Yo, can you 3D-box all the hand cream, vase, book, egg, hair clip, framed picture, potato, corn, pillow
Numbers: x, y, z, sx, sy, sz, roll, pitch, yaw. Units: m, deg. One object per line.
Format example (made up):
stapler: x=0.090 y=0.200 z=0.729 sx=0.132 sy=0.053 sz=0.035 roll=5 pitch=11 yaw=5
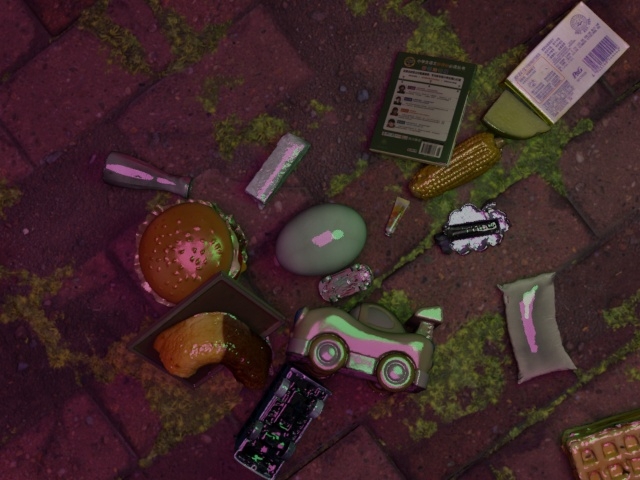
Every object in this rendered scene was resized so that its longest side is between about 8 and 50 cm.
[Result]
hand cream: x=0.187 y=-0.058 z=1.960 sx=0.035 sy=0.022 sz=0.102 roll=24 pitch=86 yaw=11
vase: x=-0.429 y=-0.157 z=1.964 sx=0.214 sy=0.086 sz=0.086 roll=15 pitch=90 yaw=-1
book: x=0.250 y=-0.322 z=1.913 sx=0.202 sy=0.027 sz=0.264 roll=14 pitch=82 yaw=20
egg: x=0.000 y=0.000 z=1.894 sx=0.231 sy=0.168 sz=0.168 roll=-23 pitch=88 yaw=6
hair clip: x=0.375 y=-0.030 z=1.937 sx=0.195 sy=0.052 sz=0.124 roll=-14 pitch=94 yaw=-3
framed picture: x=-0.270 y=0.222 z=1.873 sx=0.315 sy=0.024 sz=0.232 roll=-37 pitch=126 yaw=15
potato: x=0.456 y=-0.269 z=1.896 sx=0.149 sy=0.081 sz=0.120 roll=41 pitch=64 yaw=5
corn: x=0.334 y=-0.182 z=1.919 sx=0.262 sy=0.097 sz=0.097 roll=-29 pitch=88 yaw=5
pillow: x=0.527 y=0.212 z=1.910 sx=0.144 sy=0.078 sz=0.254 roll=-12 pitch=88 yaw=3

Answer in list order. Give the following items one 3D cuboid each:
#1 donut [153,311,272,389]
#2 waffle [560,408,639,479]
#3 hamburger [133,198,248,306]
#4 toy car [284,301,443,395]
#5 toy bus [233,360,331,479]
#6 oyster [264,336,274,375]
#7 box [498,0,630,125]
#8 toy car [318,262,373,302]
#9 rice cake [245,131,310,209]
donut: x=-0.225 y=0.258 z=1.824 sx=0.295 sy=0.112 sz=0.151 roll=13 pitch=127 yaw=-22
waffle: x=0.749 y=0.611 z=1.877 sx=0.261 sy=0.114 sz=0.376 roll=-16 pitch=89 yaw=2
hamburger: x=-0.313 y=0.033 z=1.886 sx=0.274 sy=0.212 sz=0.274 roll=0 pitch=89 yaw=3
toy car: x=0.100 y=0.230 z=1.852 sx=0.336 sy=0.242 sz=0.226 roll=16 pitch=76 yaw=2
toy bus: x=-0.098 y=0.431 z=1.902 sx=0.128 sy=0.147 sz=0.256 roll=34 pitch=88 yaw=-9
oyster: x=-0.154 y=0.280 z=1.971 sx=0.098 sy=0.037 sz=0.100 roll=17 pitch=71 yaw=-14
box: x=0.588 y=-0.423 z=1.906 sx=0.168 sy=0.097 sz=0.265 roll=43 pitch=91 yaw=3
toy car: x=0.064 y=0.104 z=1.945 sx=0.142 sy=0.055 sz=0.069 roll=-23 pitch=91 yaw=22
rice cake: x=-0.111 y=-0.177 z=1.954 sx=0.069 sy=0.063 sz=0.206 roll=39 pitch=91 yaw=5
